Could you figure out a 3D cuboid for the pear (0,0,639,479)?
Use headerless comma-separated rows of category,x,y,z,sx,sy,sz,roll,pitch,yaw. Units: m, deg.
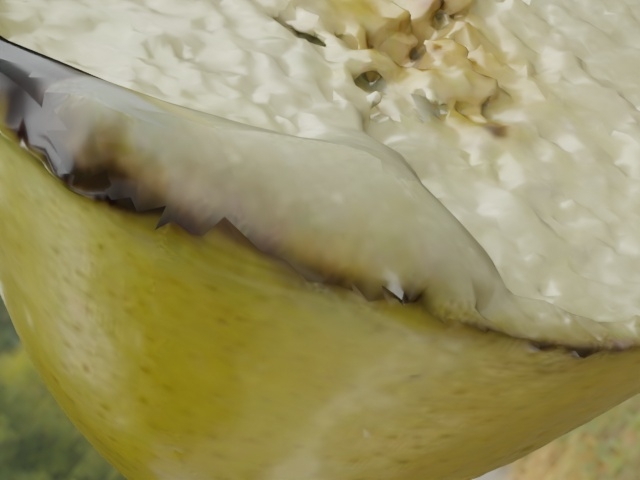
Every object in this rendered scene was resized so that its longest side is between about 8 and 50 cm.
pear,0.003,0.001,0.551,0.267,0.267,0.178,-50,-16,-57
